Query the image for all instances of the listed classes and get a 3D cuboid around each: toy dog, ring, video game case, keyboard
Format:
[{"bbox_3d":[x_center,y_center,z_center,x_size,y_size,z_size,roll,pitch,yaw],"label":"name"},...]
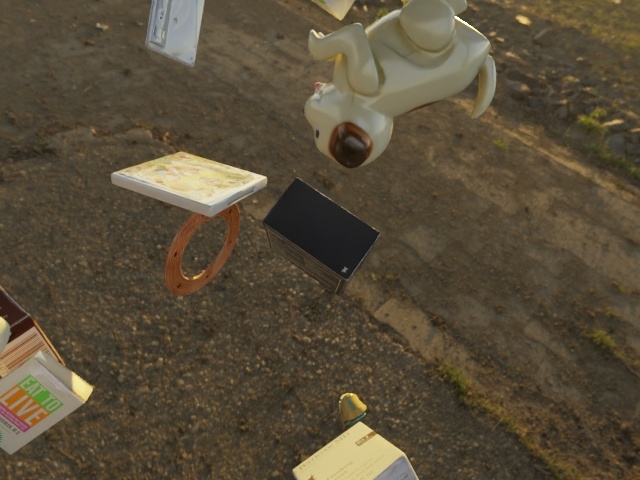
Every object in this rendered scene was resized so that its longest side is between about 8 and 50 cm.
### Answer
[{"bbox_3d":[0.140,-0.353,0.997,0.396,0.408,0.284,38,18,-22],"label":"toy dog"},{"bbox_3d":[-0.365,0.017,1.366,0.032,0.336,0.336,29,46,17],"label":"ring"},{"bbox_3d":[-0.256,-0.122,0.889,0.227,0.026,0.206,18,28,16],"label":"video game case"},{"bbox_3d":[-0.176,-0.367,0.578,0.014,0.255,0.072,12,3,33],"label":"keyboard"}]

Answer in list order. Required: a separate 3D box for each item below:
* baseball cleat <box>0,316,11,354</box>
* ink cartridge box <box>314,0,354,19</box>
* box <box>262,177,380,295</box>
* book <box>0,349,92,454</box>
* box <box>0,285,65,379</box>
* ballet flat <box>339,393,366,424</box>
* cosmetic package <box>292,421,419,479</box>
[{"bbox_3d":[-0.389,0.155,0.409,0.072,0.109,0.205,8,66,26],"label":"baseball cleat"},{"bbox_3d":[-0.091,-0.597,0.848,0.353,0.119,0.207,41,20,14],"label":"ink cartridge box"},{"bbox_3d":[0.000,0.000,1.353,0.296,0.294,0.182,34,77,7],"label":"box"},{"bbox_3d":[-0.419,0.230,0.627,0.096,0.144,0.035,52,6,-19],"label":"book"},{"bbox_3d":[-0.581,0.169,0.731,0.203,0.168,0.167,30,51,23],"label":"box"},{"bbox_3d":[0.085,0.454,1.204,0.080,0.232,0.073,-29,69,-14],"label":"ballet flat"},{"bbox_3d":[0.070,0.411,0.690,0.151,0.184,0.151,-28,91,-18],"label":"cosmetic package"}]
